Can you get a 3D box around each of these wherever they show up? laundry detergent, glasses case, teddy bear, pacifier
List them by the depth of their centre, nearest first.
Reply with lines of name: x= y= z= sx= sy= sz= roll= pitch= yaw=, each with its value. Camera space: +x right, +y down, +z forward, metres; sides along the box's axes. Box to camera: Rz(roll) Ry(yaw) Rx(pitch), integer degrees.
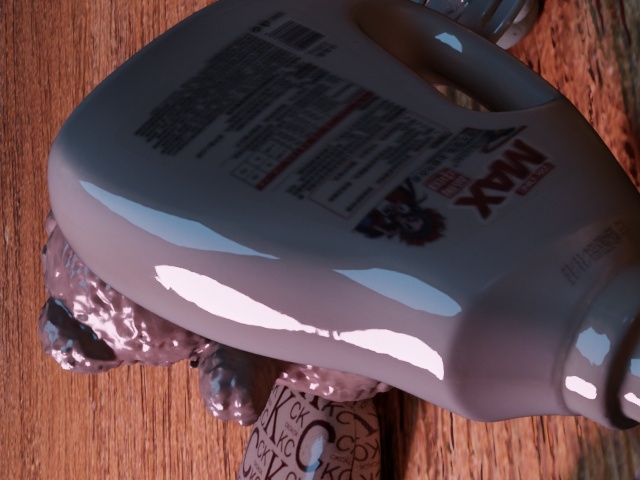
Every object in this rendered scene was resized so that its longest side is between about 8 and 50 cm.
laundry detergent: x=0.065 y=-0.013 z=1.028 sx=0.398 sy=0.264 sz=0.125 roll=27 pitch=143 yaw=35
pacifier: x=0.082 y=-0.177 z=1.193 sx=0.127 sy=0.116 sz=0.150 roll=-54 pitch=24 yaw=6
teddy bear: x=-0.050 y=0.012 z=1.246 sx=0.151 sy=0.267 sz=0.236 roll=128 pitch=156 yaw=-62
glasses case: x=-0.027 y=0.259 z=1.348 sx=0.137 sy=0.085 sz=0.355 roll=-142 pitch=62 yaw=-66

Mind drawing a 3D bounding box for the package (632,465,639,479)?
package: x=0.235 y=0.057 z=0.724 sx=0.204 sy=0.062 sz=0.251 roll=-61 pitch=24 yaw=1
